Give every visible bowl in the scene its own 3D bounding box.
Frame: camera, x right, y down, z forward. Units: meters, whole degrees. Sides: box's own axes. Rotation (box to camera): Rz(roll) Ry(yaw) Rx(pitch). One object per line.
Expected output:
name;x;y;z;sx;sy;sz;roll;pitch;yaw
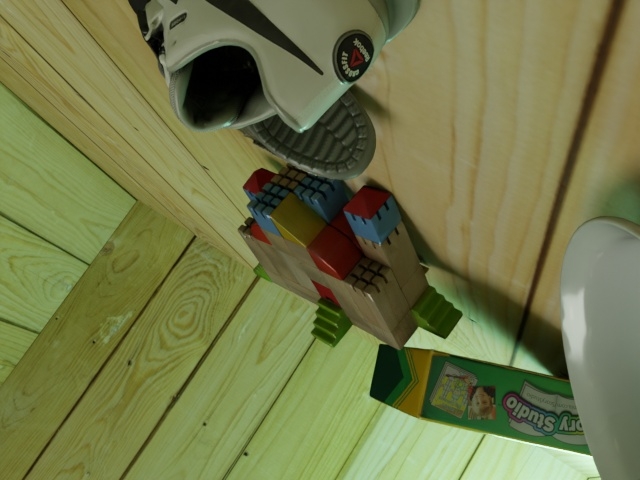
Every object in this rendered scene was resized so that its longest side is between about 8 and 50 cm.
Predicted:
bowl;0.291;0.114;0.471;0.134;0.298;0.298;-12;165;1

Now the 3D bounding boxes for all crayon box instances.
crayon box;0.289;0.250;1.047;0.362;0.106;0.313;14;170;-6

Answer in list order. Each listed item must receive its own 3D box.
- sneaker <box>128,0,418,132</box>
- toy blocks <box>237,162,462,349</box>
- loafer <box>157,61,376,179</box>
sneaker;-0.092;-0.163;0.521;0.330;0.146;0.122;24;168;47
toy blocks;0.000;0.000;0.981;0.381;0.191;0.261;24;154;41
loafer;-0.047;-0.140;0.674;0.251;0.094;0.087;35;-178;17
